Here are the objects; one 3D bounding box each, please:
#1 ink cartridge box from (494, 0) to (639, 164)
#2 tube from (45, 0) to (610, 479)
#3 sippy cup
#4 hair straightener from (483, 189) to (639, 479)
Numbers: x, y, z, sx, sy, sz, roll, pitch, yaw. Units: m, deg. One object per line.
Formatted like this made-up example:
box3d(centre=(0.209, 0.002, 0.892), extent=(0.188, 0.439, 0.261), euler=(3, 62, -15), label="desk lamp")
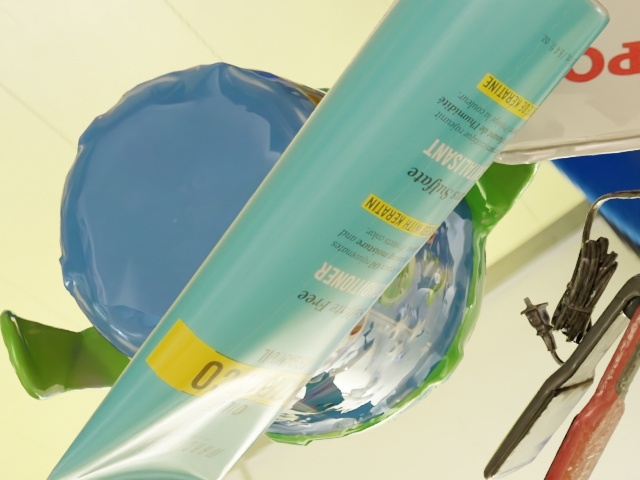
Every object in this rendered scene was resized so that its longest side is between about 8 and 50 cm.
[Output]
box3d(centre=(0.128, -0.183, 0.421), extent=(0.201, 0.117, 0.278), euler=(-7, 116, 6), label="ink cartridge box")
box3d(centre=(0.000, 0.000, 0.383), extent=(0.080, 0.052, 0.207), euler=(21, 111, -49), label="tube")
box3d(centre=(-0.034, 0.001, 0.762), extent=(0.306, 0.240, 0.224), euler=(-60, 161, 1), label="sippy cup")
box3d(centre=(0.138, 0.058, 0.721), extent=(0.047, 0.089, 0.230), euler=(-15, 136, -33), label="hair straightener")
